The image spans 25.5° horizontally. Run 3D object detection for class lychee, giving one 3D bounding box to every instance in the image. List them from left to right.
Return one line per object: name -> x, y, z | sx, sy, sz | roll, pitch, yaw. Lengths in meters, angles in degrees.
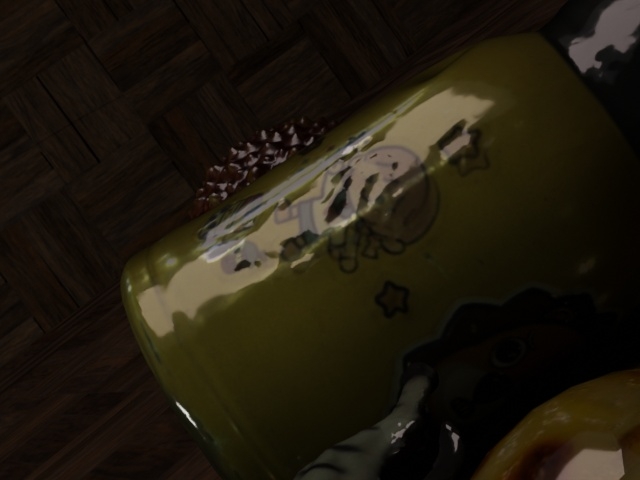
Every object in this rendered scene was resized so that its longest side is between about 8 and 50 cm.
lychee -> 0.000, 0.000, 0.960 | 0.188, 0.188, 0.188 | -35, 8, 6

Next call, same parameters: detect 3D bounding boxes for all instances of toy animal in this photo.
toy animal -> -0.031, 0.146, 0.552 | 0.217, 0.073, 0.176 | -41, 0, 14

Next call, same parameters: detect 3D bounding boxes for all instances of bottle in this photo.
bottle -> 0.086, -0.012, 0.705 | 0.351, 0.171, 0.171 | -34, 8, 7

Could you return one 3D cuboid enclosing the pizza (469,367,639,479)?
pizza -> 0.081, 0.089, 0.468 | 0.188, 0.080, 0.204 | -33, 7, 21
